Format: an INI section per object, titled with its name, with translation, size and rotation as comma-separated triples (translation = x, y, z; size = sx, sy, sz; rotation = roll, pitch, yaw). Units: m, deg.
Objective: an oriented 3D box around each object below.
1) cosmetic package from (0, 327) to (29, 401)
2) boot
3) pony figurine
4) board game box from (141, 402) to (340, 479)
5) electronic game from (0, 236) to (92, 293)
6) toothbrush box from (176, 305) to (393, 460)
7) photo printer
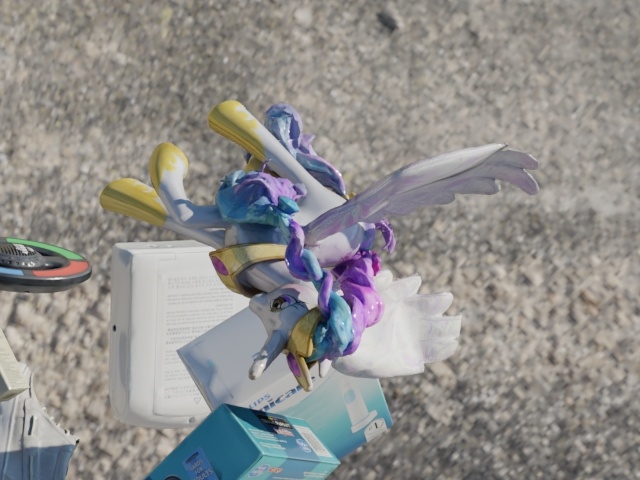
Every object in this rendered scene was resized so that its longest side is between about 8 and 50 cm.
[cosmetic package]
translation = -0.456, 0.165, 1.810
size = 0.115, 0.041, 0.060
rotation = 61, 12, 12
[boot]
translation = -0.419, 0.290, 1.935
size = 0.123, 0.095, 0.258
rotation = 8, 42, -10
[pony figurine]
translation = 0.000, 0.000, 1.323
size = 0.351, 0.302, 0.363
rotation = -14, 43, -34
[board game box]
translation = -0.158, 0.335, 1.490
size = 0.079, 0.336, 0.254
rotation = 48, 6, 22
[electronic game]
translation = -0.452, 0.030, 1.927
size = 0.229, 0.048, 0.229
rotation = 10, 11, -2
[toothbrush box]
translation = -0.040, 0.202, 1.758
size = 0.216, 0.295, 0.126
rotation = -32, 57, -8
[photo printer]
translation = -0.219, 0.154, 2.123
size = 0.256, 0.107, 0.307
rotation = -4, 102, -29
